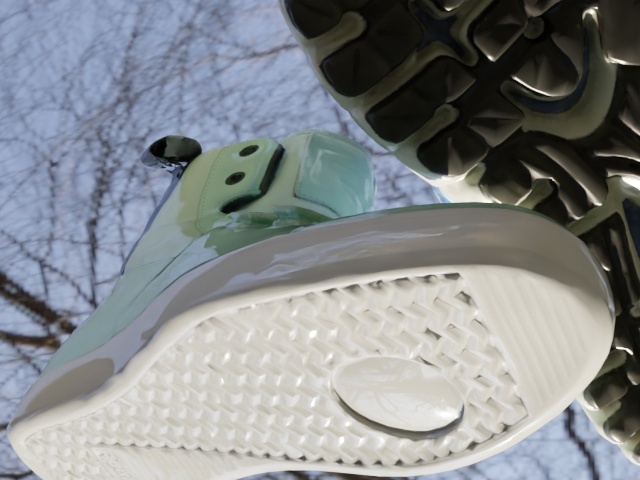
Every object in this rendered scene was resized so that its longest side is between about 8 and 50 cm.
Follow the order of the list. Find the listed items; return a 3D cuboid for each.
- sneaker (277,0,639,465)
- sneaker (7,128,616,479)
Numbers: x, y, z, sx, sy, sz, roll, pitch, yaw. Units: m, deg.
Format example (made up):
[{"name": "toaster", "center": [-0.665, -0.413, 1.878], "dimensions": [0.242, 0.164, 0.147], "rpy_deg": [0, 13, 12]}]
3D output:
[{"name": "sneaker", "center": [0.062, -0.067, 0.507], "dimensions": [0.130, 0.147, 0.330], "rpy_deg": [-32, -62, -1]}, {"name": "sneaker", "center": [-0.001, 0.000, 0.482], "dimensions": [0.094, 0.256, 0.151], "rpy_deg": [43, -128, -23]}]
